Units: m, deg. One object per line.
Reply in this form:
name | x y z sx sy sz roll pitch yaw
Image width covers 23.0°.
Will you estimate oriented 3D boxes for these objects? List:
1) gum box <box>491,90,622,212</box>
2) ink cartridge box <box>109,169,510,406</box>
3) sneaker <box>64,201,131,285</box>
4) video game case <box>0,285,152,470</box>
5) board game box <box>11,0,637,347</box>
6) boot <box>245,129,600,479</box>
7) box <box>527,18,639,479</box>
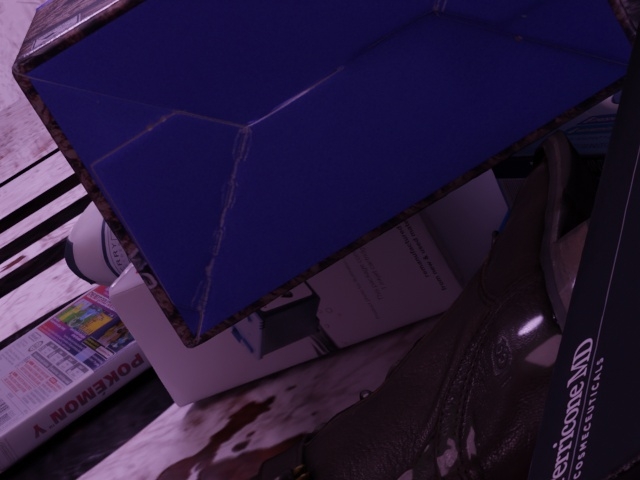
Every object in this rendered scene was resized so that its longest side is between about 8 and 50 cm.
gum box | 0.195 -0.062 0.725 0.184 0.041 0.157 -29 13 -22
ink cartridge box | 0.000 0.000 0.860 0.190 0.082 0.139 -24 17 29
sneaker | -0.072 -0.047 1.065 0.091 0.094 0.258 -3 20 41
video game case | -0.156 0.072 1.041 0.183 0.023 0.201 -35 15 -14
board game box | -0.011 -0.101 0.774 0.232 0.141 0.291 -31 15 -1
boot | 0.027 0.068 0.601 0.229 0.091 0.263 -36 7 13
box | 0.167 -0.025 0.429 0.184 0.103 0.261 -41 16 39
